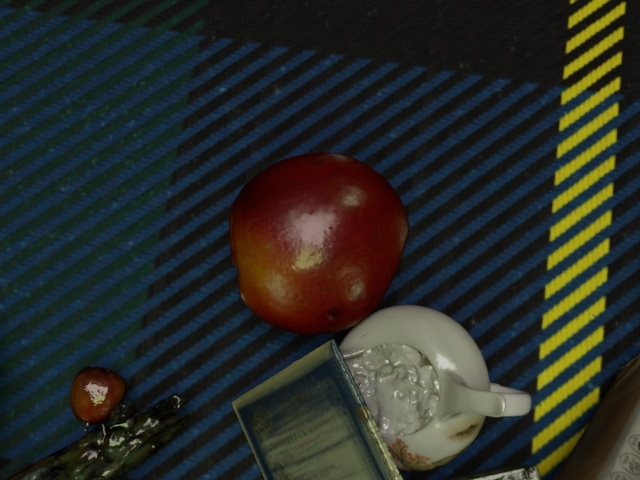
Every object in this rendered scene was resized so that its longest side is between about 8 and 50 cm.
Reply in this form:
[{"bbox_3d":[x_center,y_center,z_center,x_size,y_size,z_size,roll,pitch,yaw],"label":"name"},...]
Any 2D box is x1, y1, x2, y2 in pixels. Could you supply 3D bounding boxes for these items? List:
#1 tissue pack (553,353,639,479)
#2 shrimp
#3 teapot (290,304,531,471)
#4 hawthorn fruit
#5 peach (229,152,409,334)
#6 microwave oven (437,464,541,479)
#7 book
[{"bbox_3d":[0.420,0.261,0.937,0.238,0.238,0.305,43,47,10],"label":"tissue pack"},{"bbox_3d":[-0.293,0.333,0.934,0.272,0.085,0.445,17,45,38],"label":"shrimp"},{"bbox_3d":[0.113,0.180,1.031,0.298,0.139,0.204,-4,79,28],"label":"teapot"},{"bbox_3d":[-0.288,0.200,1.086,0.077,0.077,0.077,0,75,0],"label":"hawthorn fruit"},{"bbox_3d":[0.000,0.000,1.068,0.243,0.199,0.244,0,66,0],"label":"peach"},{"bbox_3d":[0.189,0.405,0.999,0.193,0.145,0.241,-10,76,-7],"label":"microwave oven"},{"bbox_3d":[0.019,0.302,1.001,0.018,0.228,0.323,-12,72,-45],"label":"book"}]
